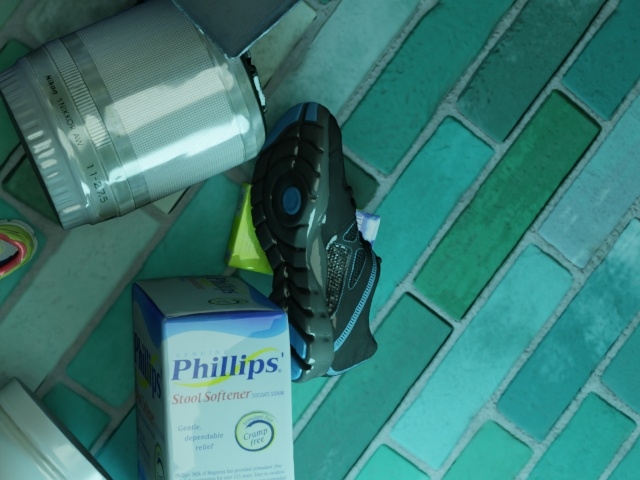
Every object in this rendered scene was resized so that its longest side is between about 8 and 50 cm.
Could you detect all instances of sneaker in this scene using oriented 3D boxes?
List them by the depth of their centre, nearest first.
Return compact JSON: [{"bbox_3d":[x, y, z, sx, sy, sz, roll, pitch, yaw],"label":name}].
[{"bbox_3d":[-0.439,0.027,1.882,0.208,0.094,0.081,-21,103,-9],"label":"sneaker"},{"bbox_3d":[0.000,0.000,1.951,0.140,0.125,0.340,-3,96,-41],"label":"sneaker"}]

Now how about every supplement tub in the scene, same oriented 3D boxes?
[{"bbox_3d":[-0.413,0.345,1.850,0.331,0.241,0.241,-43,105,-8],"label":"supplement tub"}]

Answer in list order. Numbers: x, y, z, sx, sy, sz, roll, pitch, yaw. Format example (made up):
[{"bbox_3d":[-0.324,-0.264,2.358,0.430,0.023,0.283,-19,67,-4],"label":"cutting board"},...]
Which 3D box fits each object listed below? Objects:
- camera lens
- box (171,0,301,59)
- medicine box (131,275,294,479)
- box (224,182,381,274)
[{"bbox_3d":[-0.214,-0.156,1.849,0.274,0.219,0.219,-25,103,-10],"label":"camera lens"},{"bbox_3d":[-0.153,-0.491,1.664,0.297,0.472,0.480,-42,104,8],"label":"box"},{"bbox_3d":[-0.133,0.203,1.894,0.149,0.263,0.289,-4,98,-14],"label":"medicine box"},{"bbox_3d":[-0.023,-0.003,2.009,0.178,0.042,0.109,13,95,-16],"label":"box"}]
